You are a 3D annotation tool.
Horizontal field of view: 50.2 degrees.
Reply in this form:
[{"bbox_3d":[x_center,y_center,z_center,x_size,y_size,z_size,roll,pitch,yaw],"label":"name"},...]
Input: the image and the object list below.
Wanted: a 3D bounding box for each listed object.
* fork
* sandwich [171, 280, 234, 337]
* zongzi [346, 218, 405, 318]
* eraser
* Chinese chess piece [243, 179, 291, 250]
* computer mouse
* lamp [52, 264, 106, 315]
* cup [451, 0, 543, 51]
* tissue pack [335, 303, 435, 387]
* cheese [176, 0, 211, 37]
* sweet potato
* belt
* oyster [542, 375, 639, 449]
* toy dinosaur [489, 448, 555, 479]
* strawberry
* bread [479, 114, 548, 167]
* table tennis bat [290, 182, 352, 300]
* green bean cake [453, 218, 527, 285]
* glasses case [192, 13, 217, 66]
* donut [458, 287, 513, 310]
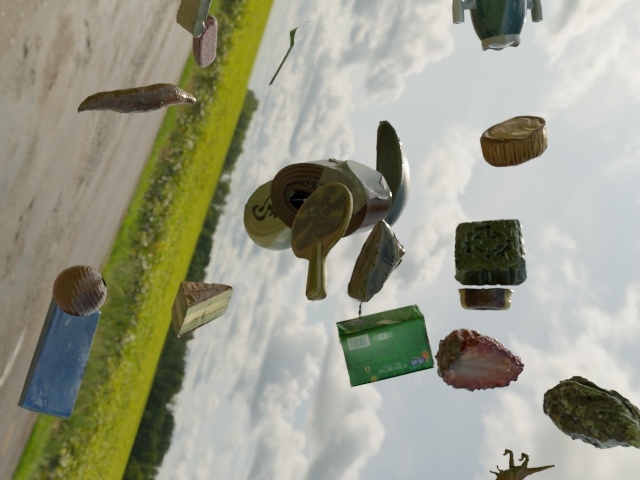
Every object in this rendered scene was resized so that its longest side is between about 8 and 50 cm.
[{"bbox_3d":[-0.057,-0.347,1.226,0.039,0.021,0.235,-22,-150,35],"label":"fork"},{"bbox_3d":[-0.331,0.206,1.989,0.144,0.187,0.117,56,-50,49],"label":"sandwich"},{"bbox_3d":[0.097,0.056,1.437,0.189,0.081,0.178,-56,158,-8],"label":"zongzi"},{"bbox_3d":[-0.708,0.316,1.866,0.043,0.144,0.311,-12,-122,40],"label":"eraser"},{"bbox_3d":[-0.137,-0.088,2.258,0.101,0.250,0.250,43,54,-50],"label":"Chinese chess piece"},{"bbox_3d":[0.244,-0.223,2.298,0.203,0.114,0.373,39,51,-79],"label":"computer mouse"},{"bbox_3d":[-0.616,0.128,1.751,0.136,0.136,0.136,-162,-90,-81],"label":"lamp"},{"bbox_3d":[0.494,-0.621,1.894,0.167,0.300,0.173,-171,-106,-67],"label":"cup"},{"bbox_3d":[0.153,0.247,1.677,0.156,0.209,0.148,-104,180,-75],"label":"tissue pack"},{"bbox_3d":[-0.214,-0.603,1.360,0.085,0.034,0.400,47,-52,28],"label":"cheese"},{"bbox_3d":[-0.426,-0.334,1.628,0.072,0.314,0.066,27,-56,38],"label":"sweet potato"},{"bbox_3d":[0.026,-0.117,1.873,0.122,0.339,0.217,-14,111,-52],"label":"belt"},{"bbox_3d":[0.718,0.460,1.770,0.158,0.162,0.351,-48,-161,-9],"label":"oyster"},{"bbox_3d":[0.551,0.651,1.888,0.039,0.162,0.126,60,50,-64],"label":"toy dinosaur"},{"bbox_3d":[0.596,0.440,2.576,0.149,0.336,0.265,-97,-155,-54],"label":"strawberry"},{"bbox_3d":[0.571,-0.287,2.010,0.199,0.199,0.104,-93,166,-65],"label":"bread"},{"bbox_3d":[0.000,0.000,1.607,0.198,0.050,0.320,-27,-136,37],"label":"table tennis bat"},{"bbox_3d":[0.444,0.030,1.803,0.094,0.185,0.183,70,22,-44],"label":"green bean cake"},{"bbox_3d":[-0.344,-0.586,2.010,0.073,0.049,0.194,-43,170,-24],"label":"glasses case"},{"bbox_3d":[0.424,0.148,1.747,0.140,0.141,0.059,144,-50,-75],"label":"donut"}]
